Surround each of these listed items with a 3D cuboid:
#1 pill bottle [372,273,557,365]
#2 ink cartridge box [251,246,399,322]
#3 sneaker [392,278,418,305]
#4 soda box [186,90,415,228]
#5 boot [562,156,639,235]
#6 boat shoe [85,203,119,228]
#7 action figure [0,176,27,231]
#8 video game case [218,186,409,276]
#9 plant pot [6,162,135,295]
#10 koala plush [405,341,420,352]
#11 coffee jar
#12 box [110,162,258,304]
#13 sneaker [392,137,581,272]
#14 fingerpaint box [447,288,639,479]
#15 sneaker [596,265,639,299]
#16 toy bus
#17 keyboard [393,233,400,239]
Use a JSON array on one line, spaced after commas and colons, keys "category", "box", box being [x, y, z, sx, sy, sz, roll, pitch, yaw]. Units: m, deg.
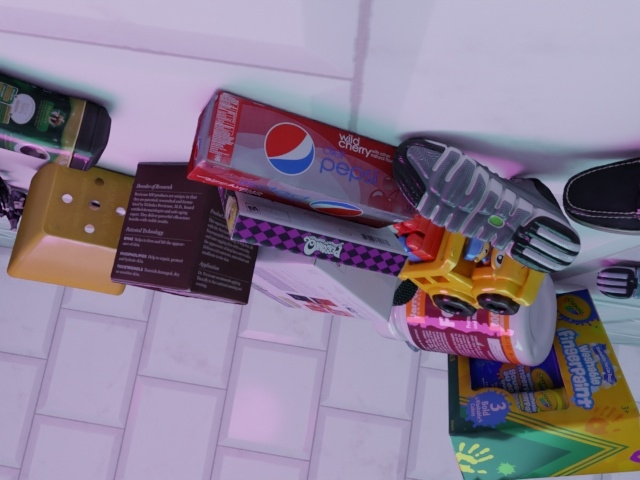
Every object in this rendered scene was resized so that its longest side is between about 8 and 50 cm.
[{"category": "pill bottle", "box": [0.329, 0.161, 1.313, 0.392, 0.224, 0.224, 0, 166, 41]}, {"category": "ink cartridge box", "box": [-0.029, 0.045, 1.113, 0.272, 0.130, 0.309, 2, 156, 34]}, {"category": "sneaker", "box": [0.181, 0.079, 1.223, 0.075, 0.161, 0.057, 7, 141, 47]}, {"category": "soda box", "box": [-0.016, -0.087, 0.653, 0.263, 0.083, 0.092, 14, 168, -22]}, {"category": "boot", "box": [0.314, -0.071, 0.476, 0.236, 0.085, 0.178, 0, 162, 41]}, {"category": "boat shoe", "box": [-0.539, -0.055, 1.369, 0.059, 0.063, 0.170, 6, 179, 3]}, {"category": "action figure", "box": [-0.726, -0.067, 1.248, 0.164, 0.141, 0.276, -1, 170, -11]}, {"category": "video game case", "box": [-0.020, -0.039, 0.753, 0.232, 0.042, 0.210, 13, -157, -23]}, {"category": "plant pot", "box": [-0.438, -0.036, 1.026, 0.212, 0.212, 0.187, 14, 156, -27]}, {"category": "koala plush", "box": [0.298, 0.200, 1.738, 0.221, 0.203, 0.196, 41, -168, 21]}, {"category": "coffee jar", "box": [-0.348, -0.143, 0.652, 0.184, 0.079, 0.096, 15, 165, -27]}, {"category": "box", "box": [-0.214, -0.007, 0.927, 0.167, 0.203, 0.168, 4, 168, 27]}, {"category": "sneaker", "box": [0.195, -0.056, 0.655, 0.229, 0.086, 0.132, 34, -148, 4]}, {"category": "fingerpaint box", "box": [0.499, 0.324, 1.306, 0.371, 0.163, 0.445, -12, -155, 19]}, {"category": "sneaker", "box": [0.651, 0.078, 1.051, 0.224, 0.083, 0.098, 10, -169, 23]}, {"category": "toy bus", "box": [0.230, 0.019, 0.923, 0.211, 0.149, 0.220, 32, 158, -24]}, {"category": "keyboard", "box": [0.124, -0.001, 1.168, 0.180, 0.023, 0.108, 12, 169, -19]}]
